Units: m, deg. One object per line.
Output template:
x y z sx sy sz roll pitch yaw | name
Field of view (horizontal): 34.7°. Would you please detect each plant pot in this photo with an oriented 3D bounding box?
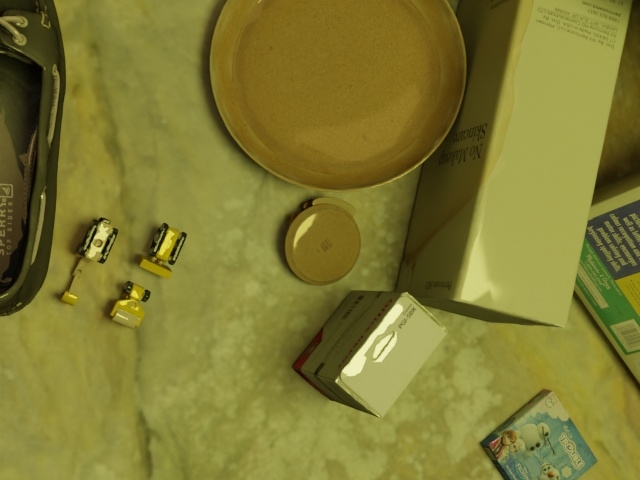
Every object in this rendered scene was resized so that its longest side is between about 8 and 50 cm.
0.016 -0.160 0.950 0.236 0.032 0.236 0 84 -3 | plant pot

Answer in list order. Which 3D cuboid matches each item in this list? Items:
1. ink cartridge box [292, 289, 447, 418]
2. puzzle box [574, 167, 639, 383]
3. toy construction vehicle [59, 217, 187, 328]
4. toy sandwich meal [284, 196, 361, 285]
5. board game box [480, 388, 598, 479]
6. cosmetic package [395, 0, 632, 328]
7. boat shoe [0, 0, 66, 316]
0.041 0.098 0.915 0.056 0.135 0.099 42 78 -12 | ink cartridge box
0.422 0.094 0.965 0.409 0.272 0.052 54 48 -9 | puzzle box
-0.177 0.022 0.909 0.086 0.035 0.098 24 84 -26 | toy construction vehicle
0.000 0.000 0.964 0.085 0.029 0.085 -3 99 -22 | toy sandwich meal
0.220 0.212 1.025 0.090 0.020 0.090 -37 98 -16 | board game box
0.175 -0.082 0.952 0.113 0.160 0.309 16 82 -15 | cosmetic package
-0.267 -0.104 0.850 0.112 0.095 0.335 -1 88 -17 | boat shoe
